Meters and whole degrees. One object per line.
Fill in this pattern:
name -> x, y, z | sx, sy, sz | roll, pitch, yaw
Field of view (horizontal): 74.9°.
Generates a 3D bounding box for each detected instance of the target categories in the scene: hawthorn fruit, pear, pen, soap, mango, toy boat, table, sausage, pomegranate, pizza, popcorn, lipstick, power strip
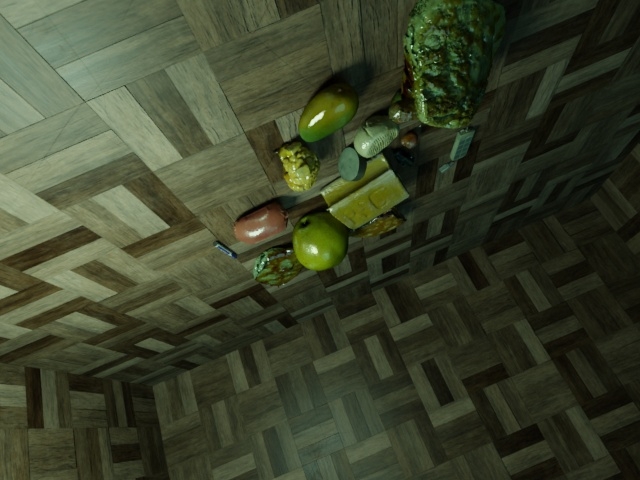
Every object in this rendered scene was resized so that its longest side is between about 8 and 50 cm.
hawthorn fruit -> 0.381, -0.431, 1.731 | 0.103, 0.066, 0.066 | -55, 149, 4
pear -> 0.000, 0.000, 2.003 | 0.294, 0.295, 0.294 | -19, 154, -9
pen -> -0.451, 0.049, 1.991 | 0.025, 0.025, 0.204 | -26, 154, 6
soap -> 0.205, -0.213, 1.890 | 0.334, 0.156, 0.293 | -31, 149, 14
mango -> 0.017, -0.419, 1.386 | 0.250, 0.114, 0.156 | -26, 167, 36
toy boat -> 0.358, -0.363, 1.833 | 0.060, 0.055, 0.141 | -45, 148, 26
table -> 0.127, -0.303, 1.666 | 0.043, 0.134, 0.133 | -5, 149, -34
sausage -> -0.248, -0.071, 1.800 | 0.254, 0.148, 0.148 | -27, 154, 12
pomegranate -> 0.315, -0.499, 1.491 | 0.142, 0.114, 0.114 | -56, 148, 5
pizza -> 0.290, -0.106, 2.207 | 0.408, 0.114, 0.278 | -15, 154, -19
popcorn -> -0.067, -0.271, 1.542 | 0.140, 0.163, 0.194 | -38, 134, -25
lipstick -> 0.642, -0.376, 2.080 | 0.107, 0.025, 0.025 | -36, 153, 11
power strip -> 0.660, -0.450, 1.943 | 0.079, 0.029, 0.227 | -21, 154, -5

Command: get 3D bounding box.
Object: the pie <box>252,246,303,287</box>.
pie -> -0.211, 0.133, 2.267 | 0.288, 0.103, 0.355 | -3, 144, -36

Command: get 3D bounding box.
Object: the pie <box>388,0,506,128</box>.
pie -> 0.418, -0.566, 1.308 | 0.394, 0.180, 0.419 | -13, 131, -30

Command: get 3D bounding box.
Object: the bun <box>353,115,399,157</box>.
bun -> 0.208, -0.402, 1.582 | 0.188, 0.111, 0.164 | -39, 161, 9
